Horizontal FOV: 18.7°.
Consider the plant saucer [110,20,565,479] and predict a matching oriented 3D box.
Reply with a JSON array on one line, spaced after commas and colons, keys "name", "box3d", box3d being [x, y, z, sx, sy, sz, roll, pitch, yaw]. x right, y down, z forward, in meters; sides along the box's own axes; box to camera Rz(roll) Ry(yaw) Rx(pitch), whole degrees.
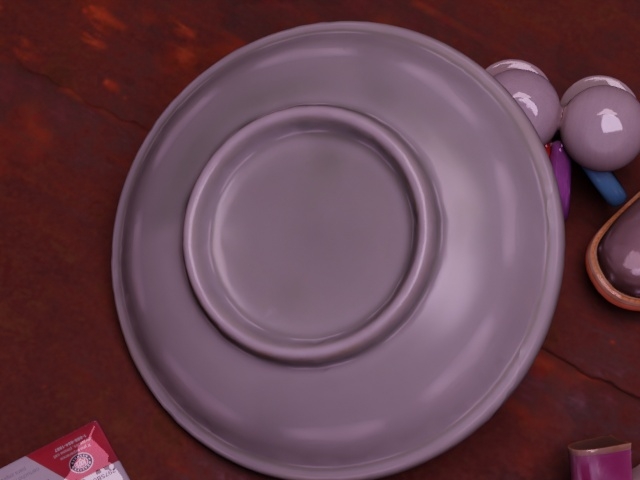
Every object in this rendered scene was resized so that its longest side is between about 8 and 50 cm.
[{"name": "plant saucer", "box3d": [0.000, 0.000, 1.624, 0.400, 0.100, 0.400, -3, 79, 14]}]

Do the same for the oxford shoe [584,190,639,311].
[{"name": "oxford shoe", "box3d": [0.397, -0.055, 1.721, 0.364, 0.133, 0.130, -27, 70, -13]}]

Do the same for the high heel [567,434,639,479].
[{"name": "high heel", "box3d": [0.321, 0.216, 1.643, 0.244, 0.082, 0.117, -7, 98, -20]}]

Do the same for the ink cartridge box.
[{"name": "ink cartridge box", "box3d": [-0.195, 0.257, 1.589, 0.127, 0.072, 0.175, -27, 69, -14]}]

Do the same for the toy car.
[{"name": "toy car", "box3d": [0.206, -0.083, 1.735, 0.182, 0.159, 0.136, 11, 100, 2]}]
